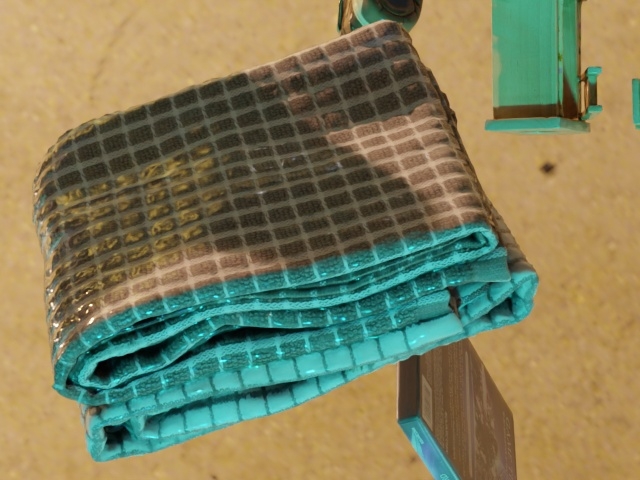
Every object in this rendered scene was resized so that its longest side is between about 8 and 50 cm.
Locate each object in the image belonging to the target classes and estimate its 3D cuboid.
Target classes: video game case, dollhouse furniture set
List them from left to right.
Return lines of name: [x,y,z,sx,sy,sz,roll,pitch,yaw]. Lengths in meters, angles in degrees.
video game case: [0.131,0.166,1.652,0.026,0.274,0.196,-14,45,18]
dollhouse furniture set: [0.211,-0.172,1.308,0.161,0.101,0.182,0,91,23]

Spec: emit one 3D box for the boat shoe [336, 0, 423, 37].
boat shoe: [0.065,-0.290,1.857,0.095,0.095,0.257,-49,16,46]

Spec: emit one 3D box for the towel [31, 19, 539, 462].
towel: [-0.033,-0.008,1.084,0.283,0.121,0.235,-18,35,-1]
